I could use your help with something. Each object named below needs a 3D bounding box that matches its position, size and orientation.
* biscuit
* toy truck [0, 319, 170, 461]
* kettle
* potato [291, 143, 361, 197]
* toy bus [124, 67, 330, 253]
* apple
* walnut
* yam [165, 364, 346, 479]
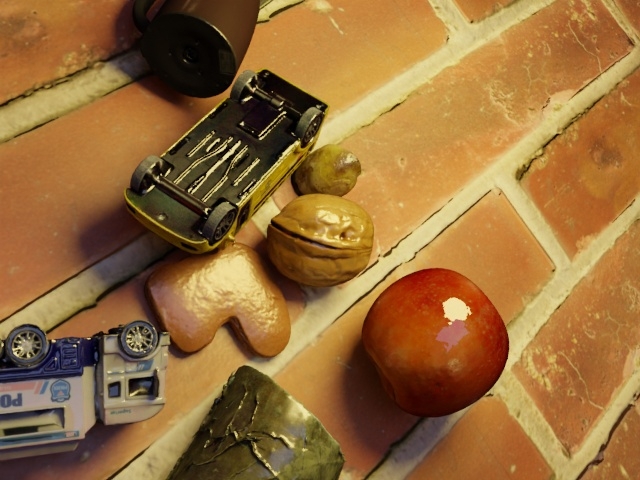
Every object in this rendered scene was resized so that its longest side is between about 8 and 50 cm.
[{"bbox_3d":[-0.141,0.101,1.007,0.192,0.036,0.186,-21,85,-30],"label":"biscuit"},{"bbox_3d":[-0.320,0.180,0.838,0.267,0.124,0.156,0,80,-25],"label":"toy truck"},{"bbox_3d":[-0.190,-0.352,1.082,0.201,0.144,0.232,8,48,9],"label":"kettle"},{"bbox_3d":[0.009,-0.107,1.117,0.096,0.103,0.066,45,56,-5],"label":"potato"},{"bbox_3d":[-0.129,-0.103,1.008,0.145,0.151,0.331,33,58,10],"label":"toy bus"},{"bbox_3d":[0.172,0.152,1.047,0.201,0.218,0.218,-31,88,-7],"label":"apple"},{"bbox_3d":[0.000,0.000,1.058,0.180,0.144,0.144,12,67,-32],"label":"walnut"},{"bbox_3d":[-0.104,0.321,0.866,0.202,0.201,0.271,44,65,-6],"label":"yam"}]
